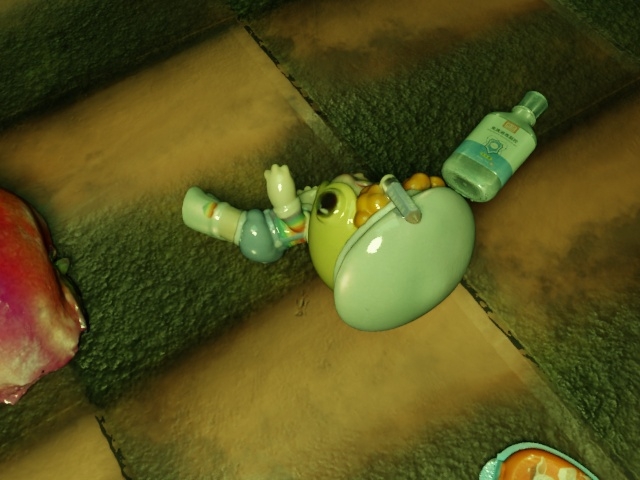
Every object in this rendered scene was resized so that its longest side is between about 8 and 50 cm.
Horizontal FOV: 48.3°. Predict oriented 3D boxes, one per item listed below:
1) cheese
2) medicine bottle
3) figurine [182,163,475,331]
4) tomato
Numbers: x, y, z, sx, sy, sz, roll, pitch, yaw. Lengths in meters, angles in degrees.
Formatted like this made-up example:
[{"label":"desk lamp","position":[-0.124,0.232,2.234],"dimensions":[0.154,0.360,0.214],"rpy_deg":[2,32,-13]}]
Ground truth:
[{"label":"cheese","position":[0.308,0.304,0.815],"dimensions":[0.256,0.037,0.106],"rpy_deg":[16,62,11]},{"label":"medicine bottle","position":[0.271,-0.147,1.073],"dimensions":[0.090,0.054,0.208],"rpy_deg":[35,65,19]},{"label":"figurine","position":[0.008,0.006,0.950],"dimensions":[0.381,0.224,0.205],"rpy_deg":[7,80,32]},{"label":"tomato","position":[-0.476,0.056,0.899],"dimensions":[0.289,0.176,0.335],"rpy_deg":[-25,63,-10]}]
